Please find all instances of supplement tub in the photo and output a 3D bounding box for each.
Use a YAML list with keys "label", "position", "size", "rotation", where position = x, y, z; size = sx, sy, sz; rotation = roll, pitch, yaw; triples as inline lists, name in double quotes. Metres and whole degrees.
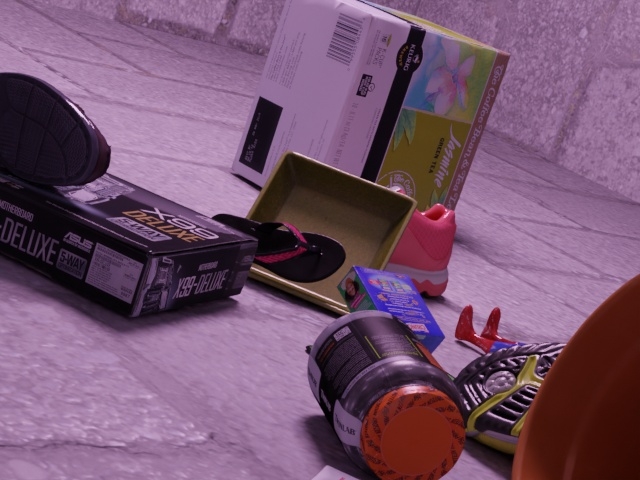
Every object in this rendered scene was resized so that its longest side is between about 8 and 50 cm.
- label: "supplement tub"
  position: [0.061, 0.146, 1.417]
  size: [0.117, 0.117, 0.190]
  rotation: [16, 13, -17]

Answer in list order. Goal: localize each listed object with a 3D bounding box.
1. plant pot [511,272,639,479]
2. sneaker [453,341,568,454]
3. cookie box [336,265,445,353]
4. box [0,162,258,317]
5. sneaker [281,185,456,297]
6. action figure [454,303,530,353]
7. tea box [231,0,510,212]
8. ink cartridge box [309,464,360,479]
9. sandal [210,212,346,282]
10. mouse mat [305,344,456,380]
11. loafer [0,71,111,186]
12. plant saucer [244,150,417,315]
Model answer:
- label: "plant pot"
  position: [0.337, 0.187, 1.346]
  size: [0.203, 0.291, 0.291]
  rotation: [33, 8, -16]
- label: "sneaker"
  position: [0.317, 0.204, 1.569]
  size: [0.385, 0.147, 0.145]
  rotation: [7, 45, 13]
- label: "cookie box"
  position: [0.082, 0.085, 1.815]
  size: [0.092, 0.040, 0.107]
  rotation: [10, 36, -38]
- label: "box"
  position: [-0.259, -0.016, 1.728]
  size: [0.307, 0.076, 0.242]
  rotation: [23, 14, 22]
- label: "sneaker"
  position: [0.055, -0.016, 2.069]
  size: [0.314, 0.136, 0.116]
  rotation: [10, 15, -37]
- label: "action figure"
  position: [0.300, 0.122, 1.859]
  size: [0.091, 0.139, 0.280]
  rotation: [5, 21, -45]
- label: "tea box"
  position: [0.081, -0.207, 2.489]
  size: [0.324, 0.329, 0.220]
  rotation: [7, 17, -43]
- label: "ink cartridge box"
  position: [0.041, 0.241, 0.947]
  size: [0.176, 0.127, 0.128]
  rotation: [21, 13, 14]
- label: "sandal"
  position: [-0.058, 0.004, 1.875]
  size: [0.179, 0.067, 0.040]
  rotation: [15, -28, 9]
- label: "mouse mat"
  position: [0.093, 0.154, 1.691]
  size: [0.190, 0.007, 0.153]
  rotation: [11, 15, -39]
- label: "loafer"
  position: [-0.336, -0.136, 1.727]
  size: [0.303, 0.109, 0.095]
  rotation: [22, 8, 32]
- label: "plant saucer"
  position: [0.000, 0.000, 1.928]
  size: [0.188, 0.188, 0.045]
  rotation: [22, -28, 12]
